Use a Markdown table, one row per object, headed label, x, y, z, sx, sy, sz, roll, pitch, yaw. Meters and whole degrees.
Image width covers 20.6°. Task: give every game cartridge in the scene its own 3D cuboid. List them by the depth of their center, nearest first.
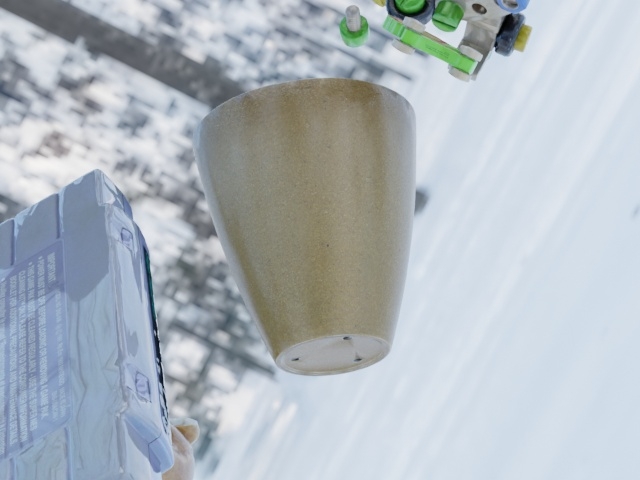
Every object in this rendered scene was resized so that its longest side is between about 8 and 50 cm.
| label | x | y | z | sx | sy | sz | roll | pitch | yaw |
| --- | --- | --- | --- | --- | --- | --- | --- | --- | --- |
| game cartridge | -0.205 | 0.104 | 1.103 | 0.230 | 0.068 | 0.355 | -26 | 31 | 6 |

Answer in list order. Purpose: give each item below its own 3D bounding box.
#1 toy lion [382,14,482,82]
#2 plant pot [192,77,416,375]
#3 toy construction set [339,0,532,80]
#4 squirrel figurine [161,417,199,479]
| label | x | y | z | sx | sy | sz | roll | pitch | yaw |
| --- | --- | --- | --- | --- | --- | --- | --- | --- | --- |
| toy lion | 0.108 | -0.196 | 1.749 | 0.034 | 0.100 | 0.096 | -64 | 4 | 11 |
| plant pot | 0.000 | 0.000 | 1.798 | 0.237 | 0.237 | 0.254 | 122 | 144 | -60 |
| toy construction set | 0.157 | -0.346 | 2.176 | 0.237 | 0.257 | 0.309 | 78 | -169 | -65 |
| squirrel figurine | -0.324 | 0.215 | 1.913 | 0.397 | 0.370 | 0.281 | 123 | 166 | -62 |
